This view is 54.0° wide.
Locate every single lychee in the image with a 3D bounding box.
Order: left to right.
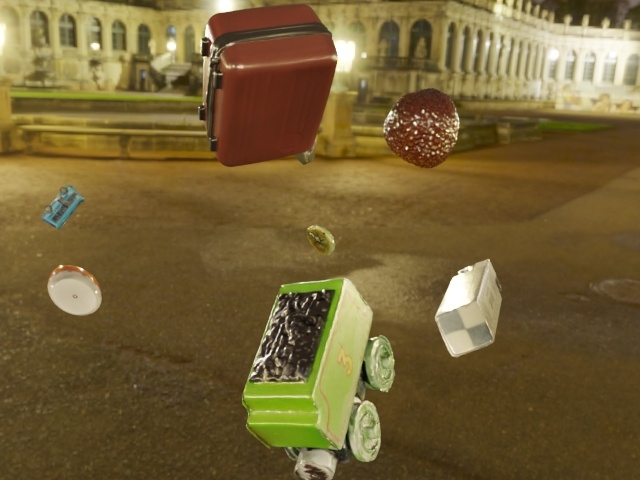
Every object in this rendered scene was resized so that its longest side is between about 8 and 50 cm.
[{"bbox_3d":[0.243,-0.272,1.510,0.194,0.195,0.194,3,14,-1],"label":"lychee"}]

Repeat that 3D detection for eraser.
[{"bbox_3d":[0.344,0.140,1.414,0.096,0.098,0.404,-24,3,22],"label":"eraser"}]

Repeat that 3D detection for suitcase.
[{"bbox_3d":[-0.104,-0.288,1.193,0.236,0.297,0.161,-14,62,-20],"label":"suitcase"}]

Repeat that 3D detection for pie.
[{"bbox_3d":[0.000,-0.001,1.458,0.084,0.084,0.021,16,42,43],"label":"pie"}]

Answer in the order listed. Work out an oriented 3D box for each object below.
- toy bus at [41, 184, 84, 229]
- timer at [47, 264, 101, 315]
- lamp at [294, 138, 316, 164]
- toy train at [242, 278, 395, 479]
[{"bbox_3d":[-0.502,-0.065,1.226,0.046,0.083,0.038,35,-20,-8],"label":"toy bus"},{"bbox_3d":[-0.579,0.113,1.479,0.099,0.136,0.136,-42,29,-12],"label":"timer"},{"bbox_3d":[-0.064,-0.311,1.626,0.101,0.250,0.101,-17,-16,-5],"label":"lamp"},{"bbox_3d":[0.006,0.233,1.070,0.173,0.249,0.307,-7,47,30],"label":"toy train"}]
